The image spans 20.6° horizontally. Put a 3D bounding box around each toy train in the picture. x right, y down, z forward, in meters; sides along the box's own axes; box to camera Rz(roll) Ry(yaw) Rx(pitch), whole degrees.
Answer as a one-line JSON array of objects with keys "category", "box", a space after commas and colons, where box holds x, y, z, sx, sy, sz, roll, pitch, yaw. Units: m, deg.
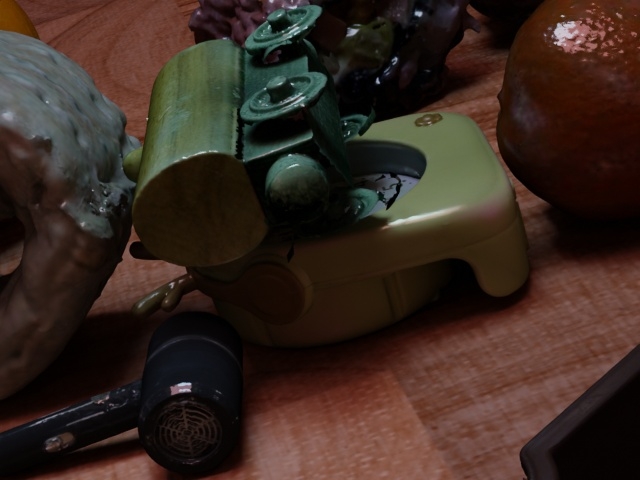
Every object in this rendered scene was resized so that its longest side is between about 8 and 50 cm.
[{"category": "toy train", "box": [-0.051, -0.069, 1.337, 0.189, 0.126, 0.307, -29, 23, 11]}]

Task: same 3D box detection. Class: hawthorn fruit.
[{"category": "hawthorn fruit", "box": [0.262, -0.103, 1.364, 0.251, 0.199, 0.199, 7, 30, 19]}]

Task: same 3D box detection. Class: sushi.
[{"category": "sushi", "box": [0.012, -0.229, 1.748, 0.270, 0.237, 0.171, -22, 32, -24]}]

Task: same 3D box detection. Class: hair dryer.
[{"category": "hair dryer", "box": [-0.158, 0.130, 1.251, 0.219, 0.072, 0.124, -19, 22, 9]}]

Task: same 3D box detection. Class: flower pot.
[{"category": "flower pot", "box": [0.240, 0.119, 0.979, 0.178, 0.084, 0.251, 10, 35, 45]}]

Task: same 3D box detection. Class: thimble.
[{"category": "thimble", "box": [-0.282, -0.027, 1.395, 0.291, 0.292, 0.195, -11, 19, 12]}]

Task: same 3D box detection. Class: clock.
[{"category": "clock", "box": [0.000, 0.000, 1.395, 0.308, 0.096, 0.235, -16, 24, 1]}]

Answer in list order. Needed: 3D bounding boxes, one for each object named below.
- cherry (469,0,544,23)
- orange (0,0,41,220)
[{"category": "cherry", "box": [0.238, -0.338, 1.864, 0.296, 0.218, 0.255, 1, 21, 6]}, {"category": "orange", "box": [-0.410, -0.130, 1.714, 0.312, 0.312, 0.312, -14, 23, 6]}]
